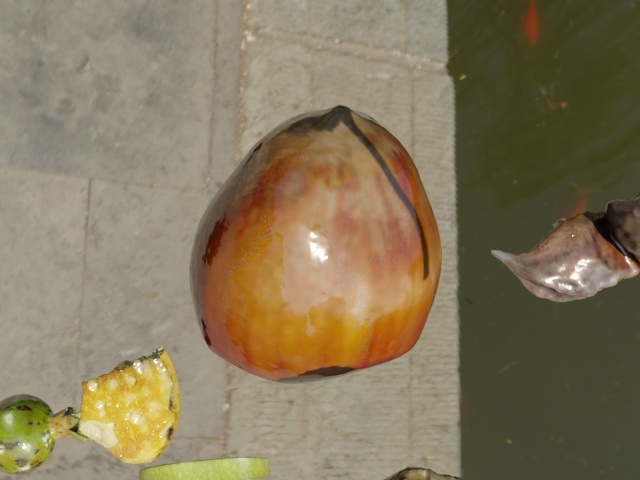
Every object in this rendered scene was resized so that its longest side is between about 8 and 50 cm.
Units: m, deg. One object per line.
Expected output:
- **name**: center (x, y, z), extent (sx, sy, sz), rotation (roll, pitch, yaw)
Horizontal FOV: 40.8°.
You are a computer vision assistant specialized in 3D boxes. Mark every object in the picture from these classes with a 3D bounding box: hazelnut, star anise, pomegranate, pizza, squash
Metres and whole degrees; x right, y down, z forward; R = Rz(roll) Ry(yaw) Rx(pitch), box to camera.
- **hazelnut**: center (0.000, 0.008, 1.127), extent (0.365, 0.366, 0.366), rotation (5, 77, -22)
- **star anise**: center (0.231, 0.077, 0.597), extent (0.148, 0.218, 0.227), rotation (-27, 83, -2)
- **pomegranate**: center (-0.546, 0.377, 1.659), extent (0.220, 0.156, 0.156), rotation (7, 76, -7)
- **pizza**: center (-0.190, 0.165, 0.867), extent (0.099, 0.160, 0.036), rotation (10, 32, -2)
- **squash**: center (-0.219, 0.448, 1.651), extent (0.252, 0.252, 0.049), rotation (-1, 73, -23)

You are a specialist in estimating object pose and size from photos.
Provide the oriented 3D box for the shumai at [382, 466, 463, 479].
- **shumai**: center (0.117, 0.308, 0.919), extent (0.166, 0.175, 0.206), rotation (-31, 104, 12)
